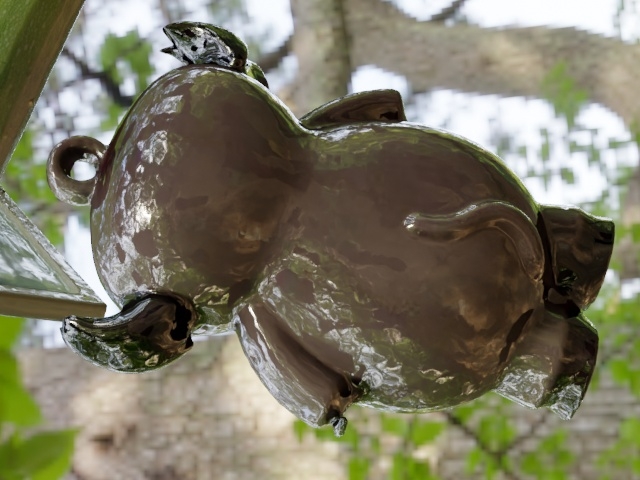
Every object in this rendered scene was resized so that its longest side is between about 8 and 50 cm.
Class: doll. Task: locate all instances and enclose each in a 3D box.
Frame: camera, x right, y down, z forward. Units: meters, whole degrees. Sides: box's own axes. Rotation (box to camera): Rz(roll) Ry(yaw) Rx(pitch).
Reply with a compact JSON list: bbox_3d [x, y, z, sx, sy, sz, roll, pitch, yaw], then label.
[{"bbox_3d":[0.002,-0.001,0.813,0.117,0.257,0.182,98,-175,-60],"label":"doll"}]

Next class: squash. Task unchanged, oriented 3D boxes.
[{"bbox_3d":[-0.187,-0.091,1.008,0.066,0.066,0.228,28,-96,-56],"label":"squash"}]

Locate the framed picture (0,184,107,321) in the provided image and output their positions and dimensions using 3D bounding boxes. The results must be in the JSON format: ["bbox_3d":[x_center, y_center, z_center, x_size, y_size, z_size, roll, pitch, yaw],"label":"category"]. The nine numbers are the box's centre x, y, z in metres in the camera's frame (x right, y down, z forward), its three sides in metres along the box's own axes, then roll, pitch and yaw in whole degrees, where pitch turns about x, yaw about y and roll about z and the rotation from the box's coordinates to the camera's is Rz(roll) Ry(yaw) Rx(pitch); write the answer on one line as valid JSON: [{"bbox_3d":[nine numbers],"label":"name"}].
[{"bbox_3d":[-0.341,-0.030,1.397,0.247,0.335,0.022,9,-70,-36],"label":"framed picture"}]
